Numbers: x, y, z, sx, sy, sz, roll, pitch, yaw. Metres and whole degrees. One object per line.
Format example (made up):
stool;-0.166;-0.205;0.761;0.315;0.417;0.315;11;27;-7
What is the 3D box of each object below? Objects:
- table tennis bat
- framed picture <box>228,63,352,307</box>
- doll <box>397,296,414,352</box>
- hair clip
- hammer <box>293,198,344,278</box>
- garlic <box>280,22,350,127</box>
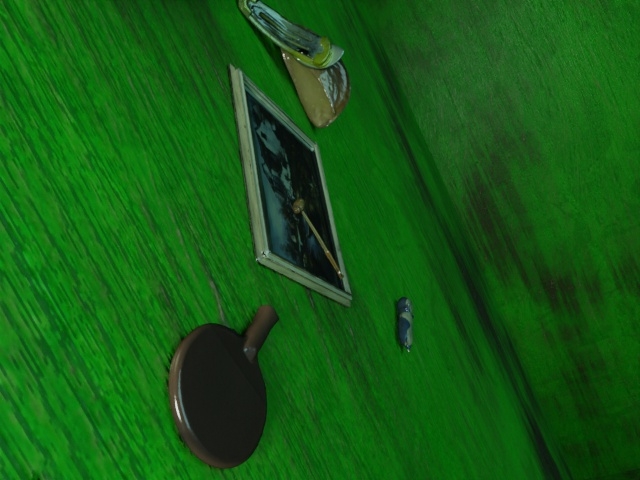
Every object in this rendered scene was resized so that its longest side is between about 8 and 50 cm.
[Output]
table tennis bat;-0.027;0.089;0.404;0.107;0.119;0.170;61;23;-17
framed picture;-0.033;-0.071;0.691;0.232;0.019;0.296;33;39;-55
doll;0.151;0.146;0.901;0.125;0.027;0.037;-81;149;-55
hair clip;-0.051;-0.334;0.829;0.189;0.033;0.060;26;73;-22
hammer;0.000;0.000;0.650;0.122;0.014;0.029;58;31;-22
garlic;-0.005;-0.298;0.907;0.101;0.087;0.195;-31;99;-54
